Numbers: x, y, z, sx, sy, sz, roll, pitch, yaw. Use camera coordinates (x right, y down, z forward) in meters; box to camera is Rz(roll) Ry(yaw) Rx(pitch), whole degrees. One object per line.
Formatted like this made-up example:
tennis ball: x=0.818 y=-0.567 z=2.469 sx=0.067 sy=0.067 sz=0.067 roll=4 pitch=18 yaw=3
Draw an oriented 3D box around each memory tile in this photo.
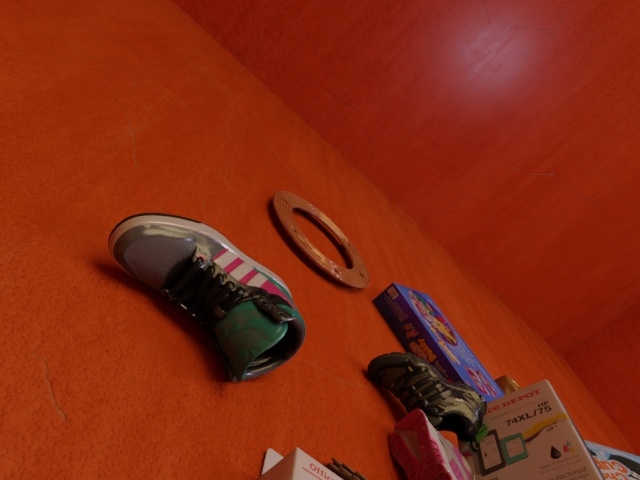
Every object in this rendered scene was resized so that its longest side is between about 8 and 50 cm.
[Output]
memory tile: x=0.070 y=0.312 z=0.554 sx=0.113 sy=0.012 sz=0.148 roll=47 pitch=-23 yaw=-5

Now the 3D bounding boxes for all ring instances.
ring: x=0.000 y=0.000 z=1.208 sx=0.336 sy=0.032 sz=0.336 roll=41 pitch=19 yaw=-17

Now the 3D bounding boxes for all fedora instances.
fedora: x=0.546 y=0.453 z=1.345 sx=0.194 sy=0.079 sz=0.194 roll=40 pitch=19 yaw=-17

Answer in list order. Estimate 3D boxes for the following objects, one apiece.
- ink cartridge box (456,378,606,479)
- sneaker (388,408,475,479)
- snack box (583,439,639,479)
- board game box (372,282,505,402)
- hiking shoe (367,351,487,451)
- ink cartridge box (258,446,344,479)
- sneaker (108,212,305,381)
ink cartridge box: x=0.367 y=0.414 z=0.773 sx=0.197 sy=0.198 sz=0.270 roll=58 pitch=16 yaw=-8
sneaker: x=0.185 y=0.370 z=0.683 sx=0.111 sy=0.103 sz=0.252 roll=38 pitch=20 yaw=-16
snack box: x=0.550 y=0.494 z=1.016 sx=0.322 sy=0.060 sz=0.187 roll=12 pitch=11 yaw=15
board game box: x=0.305 y=0.278 z=1.192 sx=0.233 sy=0.078 sz=0.347 roll=21 pitch=29 yaw=-52
hiking shoe: x=0.185 y=0.284 z=0.836 sx=0.227 sy=0.086 sz=0.114 roll=21 pitch=33 yaw=13
ink cartridge box: x=-0.008 y=0.298 z=0.467 sx=0.115 sy=0.067 sz=0.198 roll=41 pitch=18 yaw=-14
sneaker: x=-0.126 y=0.088 z=0.597 sx=0.295 sy=0.124 sz=0.178 roll=32 pitch=12 yaw=-38
